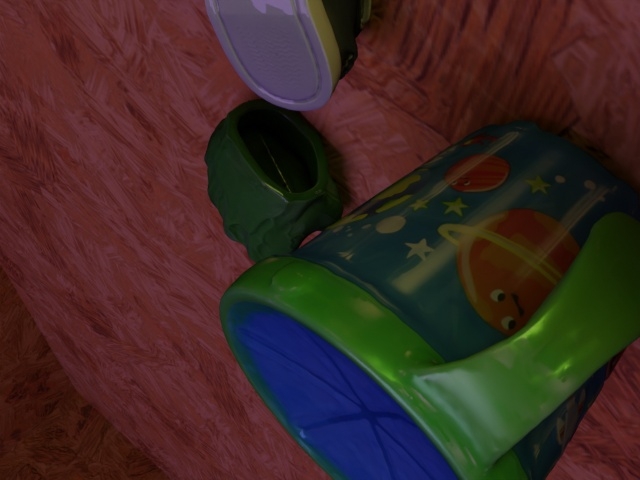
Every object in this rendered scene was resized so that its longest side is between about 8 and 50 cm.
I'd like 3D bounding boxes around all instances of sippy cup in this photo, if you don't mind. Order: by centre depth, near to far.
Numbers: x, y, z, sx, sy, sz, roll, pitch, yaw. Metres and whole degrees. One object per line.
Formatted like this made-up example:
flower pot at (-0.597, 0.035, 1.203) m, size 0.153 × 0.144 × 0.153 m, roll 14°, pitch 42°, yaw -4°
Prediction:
sippy cup at (0.092, 0.049, 0.683) m, size 0.305 × 0.224 × 0.240 m, roll 25°, pitch 148°, yaw 43°

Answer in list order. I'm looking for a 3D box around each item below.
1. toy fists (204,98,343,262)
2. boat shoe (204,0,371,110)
toy fists at (0.000, 0.000, 0.949) m, size 0.279 × 0.096 × 0.142 m, roll 47°, pitch 148°, yaw 5°
boat shoe at (-0.038, -0.220, 0.644) m, size 0.114 × 0.091 × 0.303 m, roll 14°, pitch 143°, yaw 22°
